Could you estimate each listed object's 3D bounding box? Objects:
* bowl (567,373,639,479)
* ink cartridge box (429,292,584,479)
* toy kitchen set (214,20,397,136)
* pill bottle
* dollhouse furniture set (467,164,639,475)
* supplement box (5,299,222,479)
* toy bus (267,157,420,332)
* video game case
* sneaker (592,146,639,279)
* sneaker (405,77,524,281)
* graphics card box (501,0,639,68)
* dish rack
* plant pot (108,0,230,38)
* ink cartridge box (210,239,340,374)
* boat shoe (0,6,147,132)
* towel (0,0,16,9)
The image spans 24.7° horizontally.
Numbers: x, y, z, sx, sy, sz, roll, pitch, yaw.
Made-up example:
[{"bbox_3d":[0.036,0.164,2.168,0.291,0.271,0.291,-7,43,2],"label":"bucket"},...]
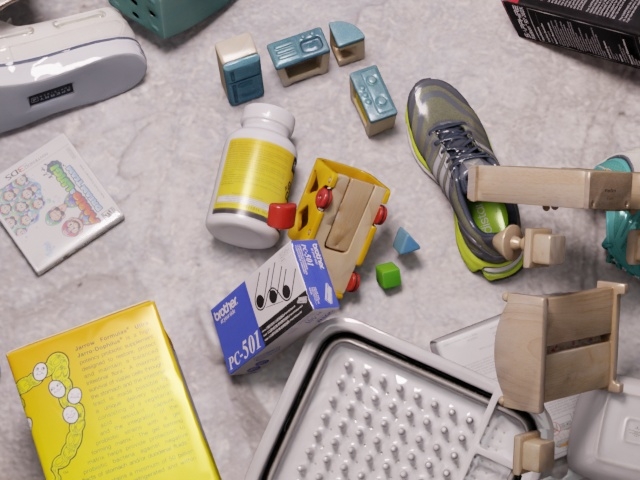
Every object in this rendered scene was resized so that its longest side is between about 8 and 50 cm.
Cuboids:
[{"bbox_3d":[0.393,0.243,1.855,0.142,0.053,0.142,14,81,0],"label":"bowl"},{"bbox_3d":[0.270,0.207,1.904,0.189,0.066,0.232,-20,91,-6],"label":"ink cartridge box"},{"bbox_3d":[-0.019,-0.211,2.018,0.207,0.122,0.166,-20,70,-6],"label":"toy kitchen set"},{"bbox_3d":[-0.088,-0.089,1.984,0.103,0.103,0.184,11,71,6],"label":"pill bottle"},{"bbox_3d":[0.289,0.085,1.835,0.174,0.303,0.355,7,97,41],"label":"dollhouse furniture set"},{"bbox_3d":[-0.228,0.288,1.801,0.195,0.194,0.356,-20,70,-6],"label":"supplement box"},{"bbox_3d":[0.009,-0.009,1.951,0.202,0.191,0.104,-28,28,-9],"label":"toy bus"},{"bbox_3d":[-0.373,-0.052,2.024,0.143,0.019,0.157,-35,73,-10],"label":"video game case"},{"bbox_3d":[0.435,0.010,1.952,0.110,0.107,0.275,-25,65,13],"label":"sneaker"},{"bbox_3d":[0.202,-0.099,1.970,0.111,0.121,0.300,-23,71,-7],"label":"sneaker"},{"bbox_3d":[0.463,-0.349,1.999,0.371,0.094,0.232,21,68,37],"label":"graphics card box"},{"bbox_3d":[0.098,0.277,1.837,0.333,0.072,0.285,24,87,10],"label":"dish rack"},{"bbox_3d":[-0.191,-0.414,2.062,0.165,0.165,0.234,33,68,13],"label":"plant pot"},{"bbox_3d":[-0.061,0.088,1.871,0.046,0.207,0.097,-2,65,-38],"label":"ink cartridge box"},{"bbox_3d":[-0.439,-0.256,2.039,0.367,0.136,0.156,-19,62,-13],"label":"boat shoe"},{"bbox_3d":[-0.477,-0.352,2.039,0.187,0.282,0.049,-31,116,-10],"label":"towel"}]
